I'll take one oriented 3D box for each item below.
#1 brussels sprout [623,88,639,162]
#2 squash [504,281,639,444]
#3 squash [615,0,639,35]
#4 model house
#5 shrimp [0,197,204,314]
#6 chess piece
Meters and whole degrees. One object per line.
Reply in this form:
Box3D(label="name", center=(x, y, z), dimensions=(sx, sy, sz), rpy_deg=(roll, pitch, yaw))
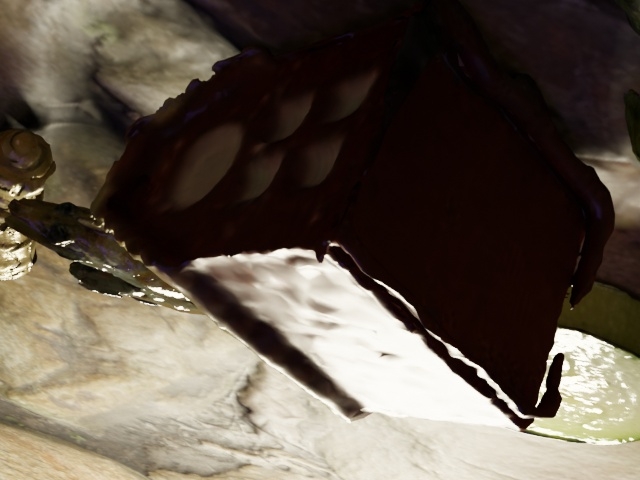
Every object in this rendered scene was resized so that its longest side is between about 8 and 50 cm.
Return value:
Box3D(label="brussels sprout", center=(0.181, -0.068, 0.531), dimensions=(0.085, 0.058, 0.085), rpy_deg=(47, 165, 17))
Box3D(label="squash", center=(0.153, 0.085, 0.814), dimensions=(0.219, 0.041, 0.219), rpy_deg=(17, 154, 8))
Box3D(label="squash", center=(0.176, -0.123, 0.349), dimensions=(0.193, 0.156, 0.193), rpy_deg=(3, 126, 5))
Box3D(label="model house", center=(0.000, 0.000, 0.637), dimensions=(0.254, 0.160, 0.196), rpy_deg=(-10, 140, 42))
Box3D(label="shrimp", center=(-0.138, 0.019, 0.830), dimensions=(0.223, 0.047, 0.126), rpy_deg=(24, 156, -35))
Box3D(label="chess piece", center=(-0.225, -0.028, 0.818), dimensions=(0.060, 0.060, 0.172), rpy_deg=(25, 149, -9))
